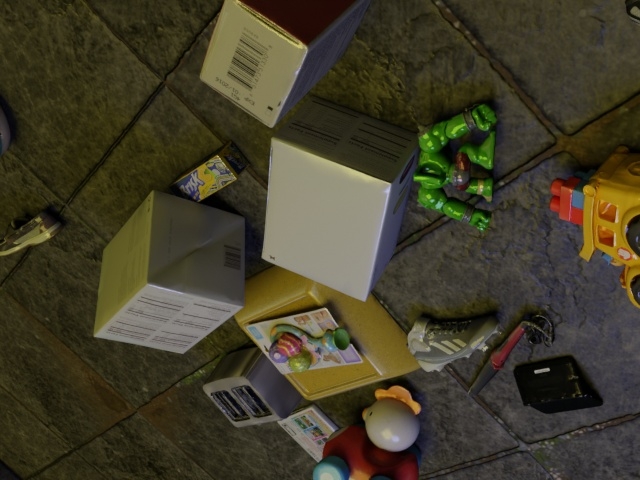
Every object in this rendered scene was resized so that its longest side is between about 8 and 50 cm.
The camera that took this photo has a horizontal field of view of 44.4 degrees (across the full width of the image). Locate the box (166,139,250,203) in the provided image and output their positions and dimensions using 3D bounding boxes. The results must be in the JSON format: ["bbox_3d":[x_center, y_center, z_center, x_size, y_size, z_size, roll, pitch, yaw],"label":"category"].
[{"bbox_3d":[-0.211,-0.120,1.464,0.168,0.054,0.059,-24,111,43],"label":"box"}]

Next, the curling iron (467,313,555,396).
[{"bbox_3d":[0.337,0.221,1.428,0.068,0.035,0.274,34,136,3],"label":"curling iron"}]

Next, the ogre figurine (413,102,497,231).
[{"bbox_3d":[0.205,-0.112,1.188,0.118,0.097,0.197,5,140,14],"label":"ogre figurine"}]

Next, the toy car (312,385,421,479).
[{"bbox_3d":[0.122,0.400,1.636,0.210,0.219,0.238,18,104,19],"label":"toy car"}]

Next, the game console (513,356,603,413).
[{"bbox_3d":[0.431,0.266,1.426,0.122,0.071,0.107,-22,82,41],"label":"game console"}]

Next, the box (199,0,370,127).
[{"bbox_3d":[-0.041,-0.292,1.084,0.126,0.232,0.149,34,136,3],"label":"box"}]

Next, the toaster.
[{"bbox_3d":[-0.153,0.327,1.766,0.168,0.110,0.186,-21,113,40],"label":"toaster"}]

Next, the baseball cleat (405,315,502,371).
[{"bbox_3d":[0.230,0.173,1.429,0.109,0.072,0.206,46,132,-1],"label":"baseball cleat"}]

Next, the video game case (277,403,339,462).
[{"bbox_3d":[-0.008,0.460,1.855,0.157,0.019,0.143,47,135,-10],"label":"video game case"}]

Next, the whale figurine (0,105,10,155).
[{"bbox_3d":[-0.791,-0.249,1.649,0.271,0.141,0.216,20,134,17],"label":"whale figurine"}]

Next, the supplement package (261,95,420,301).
[{"bbox_3d":[0.030,-0.066,1.296,0.203,0.145,0.262,22,135,14],"label":"supplement package"}]

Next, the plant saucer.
[{"bbox_3d":[-0.009,0.195,1.589,0.332,0.081,0.333,-28,109,42],"label":"plant saucer"}]

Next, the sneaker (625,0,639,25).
[{"bbox_3d":[0.501,-0.193,0.907,0.343,0.134,0.146,32,137,3],"label":"sneaker"}]

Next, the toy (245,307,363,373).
[{"bbox_3d":[-0.044,0.213,1.527,0.237,0.056,0.137,-19,113,41],"label":"toy"}]

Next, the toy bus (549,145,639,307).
[{"bbox_3d":[0.430,-0.019,1.104,0.211,0.149,0.220,18,138,36],"label":"toy bus"}]

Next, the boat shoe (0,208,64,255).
[{"bbox_3d":[-0.691,-0.023,1.830,0.223,0.080,0.073,-15,112,33],"label":"boat shoe"}]

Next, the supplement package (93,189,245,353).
[{"bbox_3d":[-0.293,0.070,1.524,0.198,0.199,0.262,17,145,-30],"label":"supplement package"}]
